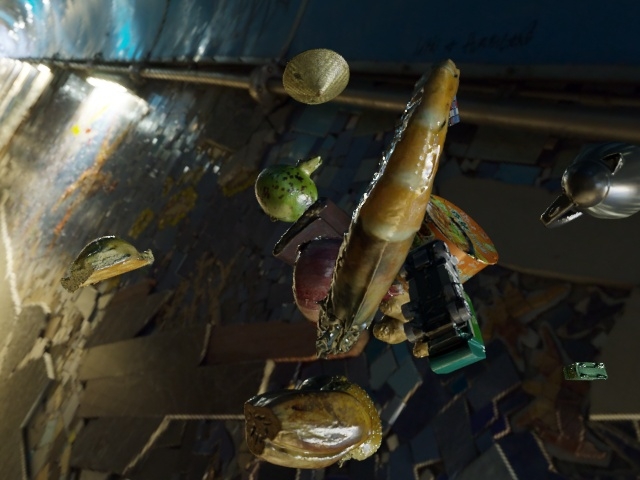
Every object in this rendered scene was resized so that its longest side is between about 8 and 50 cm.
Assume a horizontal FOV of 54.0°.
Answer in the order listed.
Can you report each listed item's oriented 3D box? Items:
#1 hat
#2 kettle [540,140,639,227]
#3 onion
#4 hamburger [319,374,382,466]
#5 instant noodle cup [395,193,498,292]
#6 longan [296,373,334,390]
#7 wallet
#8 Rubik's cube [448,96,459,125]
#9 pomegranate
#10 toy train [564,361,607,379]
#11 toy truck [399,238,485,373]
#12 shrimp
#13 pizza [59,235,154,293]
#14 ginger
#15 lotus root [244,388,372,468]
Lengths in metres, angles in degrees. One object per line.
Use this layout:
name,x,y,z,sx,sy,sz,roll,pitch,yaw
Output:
hat,-0.004,-0.327,1.330,0.146,0.146,0.067,31,37,-40
kettle,0.705,-0.149,1.632,0.251,0.207,0.271,-9,0,44
onion,0.049,0.073,1.057,0.195,0.159,0.159,1,-12,21
hamburger,0.072,0.462,1.646,0.189,0.122,0.215,-15,83,-60
instant noodle cup,0.272,0.028,1.489,0.230,0.182,0.230,30,29,-19
longan,-0.004,0.480,1.842,0.189,0.189,0.189,31,0,0
wallet,0.000,0.000,1.445,0.049,0.182,0.229,49,7,29
Rubik's cube,0.357,-0.390,1.897,0.092,0.092,0.092,-4,15,30
pomegranate,-0.095,-0.178,2.057,0.211,0.263,0.211,32,-2,2
toy train,0.621,0.309,1.474,0.093,0.038,0.056,5,-22,-19
toy truck,0.215,0.119,1.118,0.124,0.114,0.253,48,25,-34
shrimp,0.078,-0.027,0.833,0.085,0.444,0.272,20,25,1
pizza,-0.447,0.034,1.356,0.188,0.204,0.080,-30,-97,53
ginger,0.278,0.225,1.723,0.166,0.236,0.375,-8,-63,57
lotus root,-0.022,0.421,1.403,0.291,0.193,0.193,8,12,-31
